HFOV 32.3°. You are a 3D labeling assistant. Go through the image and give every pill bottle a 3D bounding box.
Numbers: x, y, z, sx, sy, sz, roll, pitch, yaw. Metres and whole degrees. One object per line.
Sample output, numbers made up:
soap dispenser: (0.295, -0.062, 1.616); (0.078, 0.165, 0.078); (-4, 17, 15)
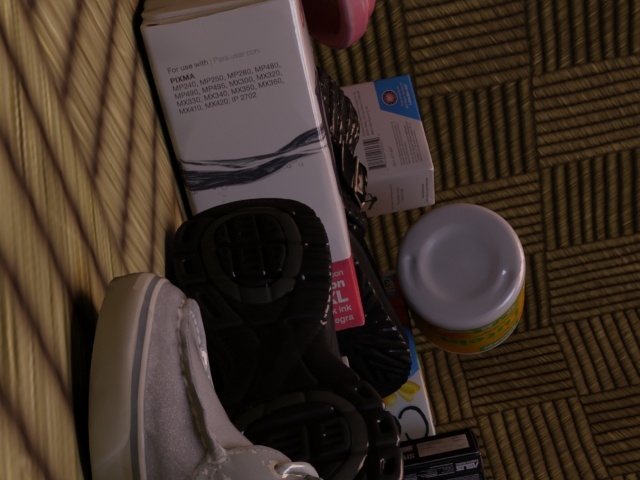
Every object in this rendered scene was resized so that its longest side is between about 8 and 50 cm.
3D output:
pill bottle: (0.164, 0.055, 1.262); (0.246, 0.136, 0.136); (57, 21, -72)

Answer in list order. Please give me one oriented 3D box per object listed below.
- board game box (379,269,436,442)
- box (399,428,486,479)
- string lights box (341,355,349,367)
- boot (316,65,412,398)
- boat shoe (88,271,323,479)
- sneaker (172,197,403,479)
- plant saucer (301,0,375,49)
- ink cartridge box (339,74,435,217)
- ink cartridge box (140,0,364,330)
board game box: (0.059, 0.197, 1.325); (0.142, 0.144, 0.275); (70, 7, -68)
box: (0.091, 0.294, 1.169); (0.077, 0.180, 0.147); (-83, 161, -81)
string lights box: (0.015, 0.239, 0.896); (0.133, 0.076, 0.260); (-96, 174, -56)
boot: (0.004, -0.002, 1.178); (0.348, 0.131, 0.260); (75, 4, -50)
boat shoe: (-0.030, 0.117, 0.395); (0.079, 0.081, 0.228); (71, 8, -71)
sneaker: (-0.016, 0.107, 0.582); (0.286, 0.109, 0.130); (-97, -179, -47)
plant saucer: (-0.033, -0.370, 1.208); (0.332, 0.084, 0.332); (54, -9, 12)
ink cartridge box: (0.025, -0.104, 1.344); (0.086, 0.203, 0.148); (78, 2, -60)
ink cartridge box: (-0.043, -0.071, 0.776); (0.172, 0.100, 0.237); (-98, 176, -65)
